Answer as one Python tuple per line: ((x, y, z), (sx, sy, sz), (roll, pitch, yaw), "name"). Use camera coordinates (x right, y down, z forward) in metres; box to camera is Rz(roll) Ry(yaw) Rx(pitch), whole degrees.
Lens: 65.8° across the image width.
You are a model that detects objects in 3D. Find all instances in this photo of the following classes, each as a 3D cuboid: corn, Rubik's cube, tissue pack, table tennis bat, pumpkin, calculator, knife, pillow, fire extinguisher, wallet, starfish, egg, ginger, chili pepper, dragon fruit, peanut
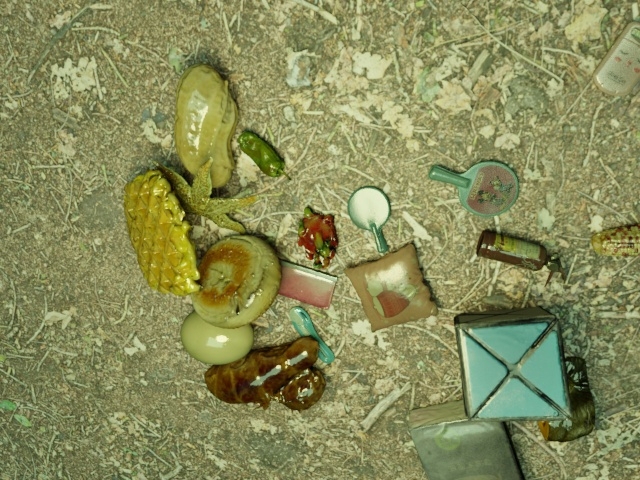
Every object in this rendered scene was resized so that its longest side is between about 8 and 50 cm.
((0.828, -0.005, 1.251), (0.253, 0.086, 0.086), (-8, 106, 16), "corn")
((0.494, 0.321, 1.313), (0.260, 0.255, 0.259), (-10, 84, 15), "Rubik's cube")
((0.470, 0.694, 1.548), (0.288, 0.124, 0.394), (-17, 103, 18), "tissue pack")
((0.408, -0.150, 1.328), (0.244, 0.040, 0.153), (18, 112, 2), "table tennis bat")
((0.706, 0.472, 1.418), (0.130, 0.126, 0.248), (-3, 107, 12), "pumpkin")
((0.723, -0.426, 1.160), (0.100, 0.032, 0.175), (30, 112, 2), "calculator")
((0.150, -0.057, 1.420), (0.124, 0.033, 0.201), (-16, 101, 20), "table tennis bat")
((-0.028, 0.305, 1.582), (0.064, 0.031, 0.222), (-32, 99, 18), "knife")
((0.206, 0.146, 1.446), (0.223, 0.084, 0.236), (-18, 100, 19), "pillow")
((0.552, 0.049, 1.347), (0.252, 0.075, 0.106), (16, 139, 6), "fire extinguisher")
((-0.070, 0.132, 1.537), (0.232, 0.025, 0.119), (17, 111, 7), "wallet")
((-0.337, -0.126, 1.392), (0.347, 0.078, 0.358), (28, 153, 8), "starfish")
((-0.325, 0.299, 1.566), (0.241, 0.186, 0.186), (8, 110, 11), "egg")
((-0.172, 0.458, 1.594), (0.418, 0.176, 0.254), (-14, 102, 13), "ginger")
((-0.151, -0.226, 1.412), (0.204, 0.073, 0.072), (45, 130, 8), "chili pepper")
((0.000, 0.000, 1.441), (0.142, 0.175, 0.138), (23, 127, -28), "dragon fruit")
((-0.324, -0.311, 1.374), (0.158, 0.174, 0.340), (25, 115, 29), "peanut")

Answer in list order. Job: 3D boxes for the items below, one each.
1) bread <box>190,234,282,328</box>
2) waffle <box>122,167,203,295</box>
((-0.241, 0.126, 1.459), (0.305, 0.306, 0.159), (-26, 140, 20), "bread")
((-0.469, -0.017, 1.440), (0.382, 0.095, 0.380), (-5, 100, 52), "waffle")
